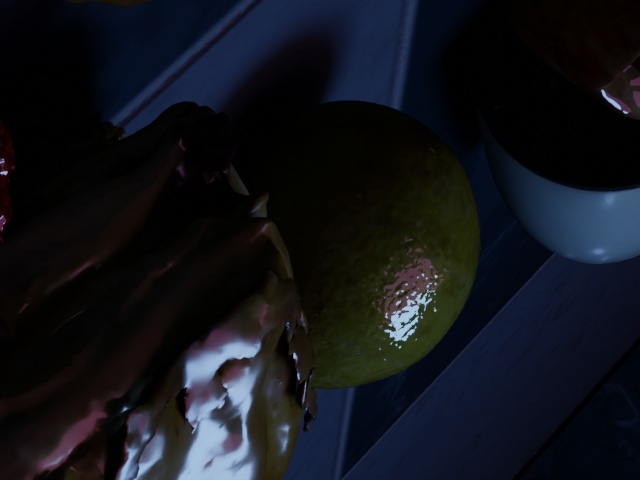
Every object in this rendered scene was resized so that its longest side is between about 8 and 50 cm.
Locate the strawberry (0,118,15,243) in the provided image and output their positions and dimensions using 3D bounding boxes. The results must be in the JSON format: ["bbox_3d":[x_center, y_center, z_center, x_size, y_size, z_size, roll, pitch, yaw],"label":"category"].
[{"bbox_3d":[-0.141,-0.019,0.690,0.073,0.073,0.083,-46,178,-15],"label":"strawberry"}]

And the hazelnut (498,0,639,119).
[{"bbox_3d":[0.181,-0.164,1.093,0.170,0.160,0.201,-56,159,14],"label":"hazelnut"}]

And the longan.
[{"bbox_3d":[0.000,0.000,1.029,0.145,0.176,0.155,21,-86,64],"label":"longan"}]

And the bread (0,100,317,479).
[{"bbox_3d":[-0.114,0.113,0.823,0.277,0.167,0.324,-42,171,-30],"label":"bread"}]

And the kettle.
[{"bbox_3d":[0.209,-0.061,1.297,0.161,0.221,0.236,-60,166,-12],"label":"kettle"}]

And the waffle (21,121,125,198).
[{"bbox_3d":[-0.109,-0.020,0.870,0.078,0.016,0.085,-43,163,-27],"label":"waffle"}]

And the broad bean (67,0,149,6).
[{"bbox_3d":[-0.043,-0.158,0.526,0.122,0.156,0.228,1,154,-24],"label":"broad bean"}]
